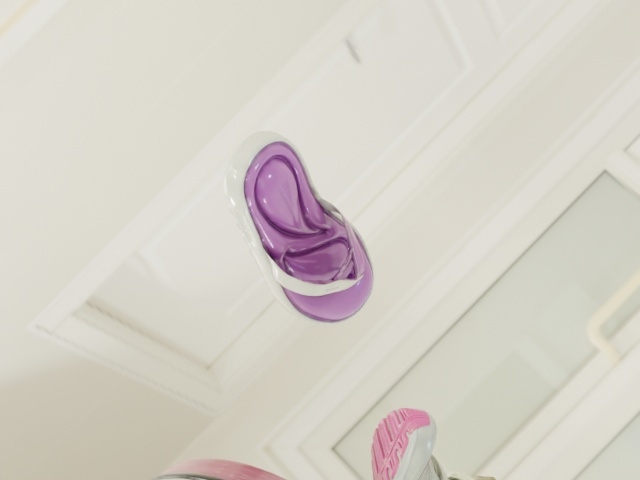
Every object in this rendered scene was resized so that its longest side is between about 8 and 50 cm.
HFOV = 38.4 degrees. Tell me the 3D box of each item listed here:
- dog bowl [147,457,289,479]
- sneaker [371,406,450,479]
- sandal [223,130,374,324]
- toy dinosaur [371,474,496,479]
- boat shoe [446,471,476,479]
[{"bbox_3d":[-0.076,0.406,0.990,0.408,0.150,0.407,18,133,21],"label":"dog bowl"},{"bbox_3d":[0.113,0.289,1.036,0.103,0.111,0.252,-93,5,-56],"label":"sneaker"},{"bbox_3d":[-0.009,0.013,1.315,0.102,0.169,0.416,24,163,38],"label":"sandal"},{"bbox_3d":[0.114,0.357,1.231,0.064,0.268,0.118,8,-140,-55],"label":"toy dinosaur"},{"bbox_3d":[0.216,0.409,1.063,0.305,0.091,0.109,52,147,26],"label":"boat shoe"}]
